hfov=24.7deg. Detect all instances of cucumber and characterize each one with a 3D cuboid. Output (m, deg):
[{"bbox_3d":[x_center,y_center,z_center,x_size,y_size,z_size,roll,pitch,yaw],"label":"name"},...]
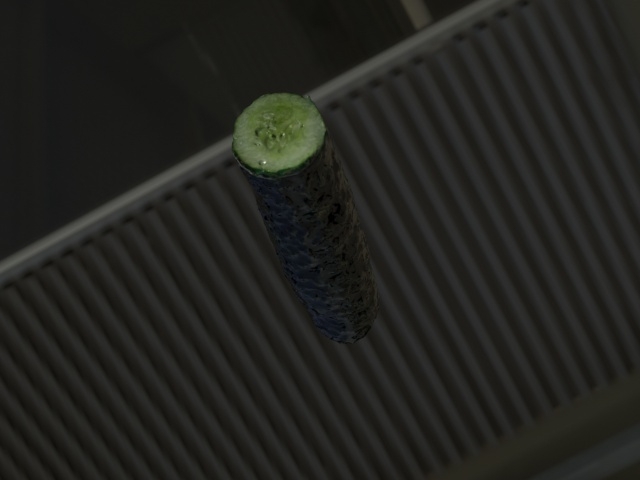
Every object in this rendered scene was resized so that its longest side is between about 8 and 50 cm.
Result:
[{"bbox_3d":[0.000,0.000,0.488,0.133,0.032,0.032,69,177,-59],"label":"cucumber"}]
